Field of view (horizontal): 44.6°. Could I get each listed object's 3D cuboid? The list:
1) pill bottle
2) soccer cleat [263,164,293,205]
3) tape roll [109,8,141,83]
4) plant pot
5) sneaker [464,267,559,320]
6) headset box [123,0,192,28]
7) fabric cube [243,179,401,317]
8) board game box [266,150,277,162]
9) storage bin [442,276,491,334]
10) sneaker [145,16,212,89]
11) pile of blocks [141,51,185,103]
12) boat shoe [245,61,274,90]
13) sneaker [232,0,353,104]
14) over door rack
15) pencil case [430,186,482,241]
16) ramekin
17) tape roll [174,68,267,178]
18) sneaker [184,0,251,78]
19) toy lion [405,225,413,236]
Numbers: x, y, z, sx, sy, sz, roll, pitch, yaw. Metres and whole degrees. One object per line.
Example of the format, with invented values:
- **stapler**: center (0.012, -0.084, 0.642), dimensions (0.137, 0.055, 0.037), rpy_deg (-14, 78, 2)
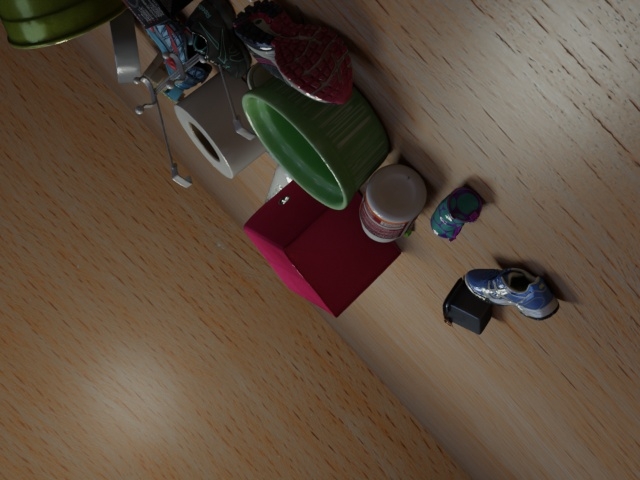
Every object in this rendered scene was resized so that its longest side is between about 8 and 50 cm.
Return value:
- **pill bottle**: center (0.145, -0.070, 1.630), dimensions (0.121, 0.121, 0.221), rpy_deg (45, 168, 8)
- **soccer cleat**: center (-0.104, -0.122, 2.284), dimensions (0.116, 0.143, 0.331), rpy_deg (44, 168, 12)
- **tape roll**: center (-0.595, -0.591, 2.379), dimensions (0.219, 0.072, 0.219), rpy_deg (172, 90, -78)
- **plant pot**: center (-0.719, -0.743, 2.021), dimensions (0.366, 0.366, 0.353), rpy_deg (34, 151, 46)
- **sneaker**: center (0.362, 0.081, 1.502), dimensions (0.211, 0.080, 0.081), rpy_deg (16, 142, 50)
- **headset box**: center (-0.412, -0.617, 1.808), dimensions (0.218, 0.110, 0.293), rpy_deg (52, 167, -22)
- **fabric cube**: center (0.000, 0.000, 2.048), dimensions (0.259, 0.254, 0.258), rpy_deg (54, 167, -28)
- **board game box**: center (-0.134, -0.258, 2.242), dimensions (0.090, 0.020, 0.090), rpy_deg (45, 168, 1)
- **storage bin**: center (0.341, 0.164, 1.807), dimensions (0.091, 0.098, 0.135), rpy_deg (30, 162, 25)
- **sneaker**: center (-0.360, -0.530, 2.023), dimensions (0.125, 0.104, 0.262), rpy_deg (-12, 114, 33)
- **pile of blocks**: center (-0.452, -0.500, 2.385), dimensions (0.149, 0.112, 0.362), rpy_deg (37, 179, -16)
- **boat shoe**: center (-0.066, -0.250, 1.770), dimensions (0.340, 0.127, 0.113), rpy_deg (52, 168, -18)
- **sneaker**: center (-0.035, -0.333, 1.420), dimensions (0.299, 0.121, 0.112), rpy_deg (46, 175, 36)
- **over door rack**: center (-0.321, -0.332, 1.897), dimensions (0.108, 0.239, 0.324), rpy_deg (9, -127, -60)
- **pencil case**: center (0.252, -0.047, 1.463), dimensions (0.070, 0.064, 0.151), rpy_deg (62, 171, 9)
- **ramekin**: center (-0.004, -0.222, 1.580), dimensions (0.303, 0.148, 0.303), rpy_deg (44, 168, 12)
- **tape roll**: center (-0.249, -0.311, 2.083), dimensions (0.246, 0.169, 0.246), rpy_deg (47, 168, 13)
- **sneaker**: center (-0.239, -0.448, 1.777), dimensions (0.101, 0.106, 0.267), rpy_deg (40, 168, 23)
- **toy lion**: center (0.176, -0.042, 1.844), dimensions (0.100, 0.034, 0.096), rpy_deg (42, 174, 21)
